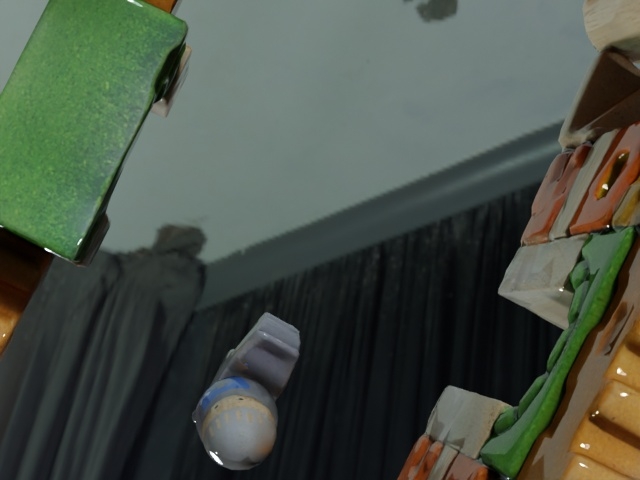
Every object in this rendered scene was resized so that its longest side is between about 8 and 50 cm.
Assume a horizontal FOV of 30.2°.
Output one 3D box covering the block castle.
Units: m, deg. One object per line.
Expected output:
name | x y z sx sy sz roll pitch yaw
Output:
block castle | 0.000 0.000 0.470 0.303 0.453 0.213 27 174 -5
